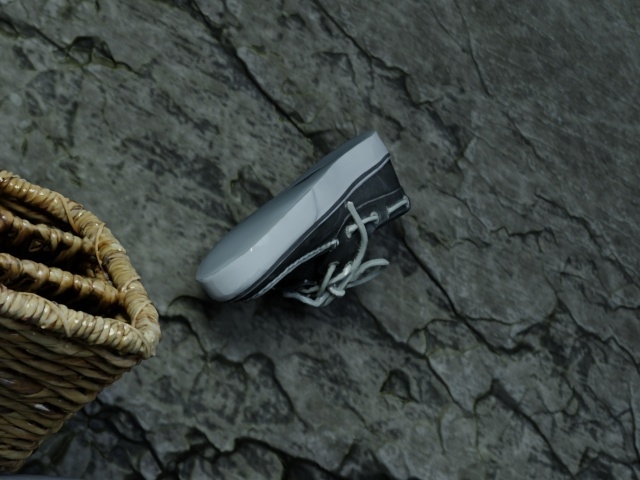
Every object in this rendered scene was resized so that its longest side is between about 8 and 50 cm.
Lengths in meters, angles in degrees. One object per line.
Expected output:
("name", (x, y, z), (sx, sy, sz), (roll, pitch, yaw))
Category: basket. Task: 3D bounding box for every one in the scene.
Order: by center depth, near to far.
("basket", (-0.280, 0.000, 1.346), (0.299, 0.223, 0.213), (21, 50, -27))

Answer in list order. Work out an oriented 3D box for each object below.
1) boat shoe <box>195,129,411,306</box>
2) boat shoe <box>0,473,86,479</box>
("boat shoe", (-0.003, 0.002, 1.682), (0.105, 0.113, 0.306), (57, 27, -6))
("boat shoe", (-0.258, 0.224, 1.335), (0.267, 0.096, 0.088), (-12, 103, -58))
